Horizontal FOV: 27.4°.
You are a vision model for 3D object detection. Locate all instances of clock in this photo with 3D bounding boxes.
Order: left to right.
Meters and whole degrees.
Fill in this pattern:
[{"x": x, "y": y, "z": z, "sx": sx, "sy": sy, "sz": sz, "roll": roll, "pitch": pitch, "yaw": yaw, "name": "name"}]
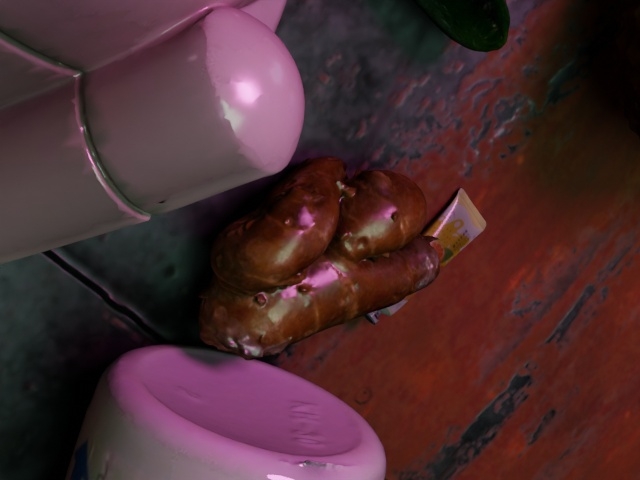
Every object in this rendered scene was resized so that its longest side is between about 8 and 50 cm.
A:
[{"x": -0.126, "y": -0.204, "z": 0.455, "sx": 0.184, "sy": 0.342, "sz": 0.326, "roll": -17, "pitch": 131, "yaw": 15, "name": "clock"}]

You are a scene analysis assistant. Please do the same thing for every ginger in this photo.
[{"x": 0.000, "y": 0.000, "z": 0.759, "sx": 0.162, "sy": 0.073, "sz": 0.103, "roll": -19, "pitch": 132, "yaw": -28, "name": "ginger"}]

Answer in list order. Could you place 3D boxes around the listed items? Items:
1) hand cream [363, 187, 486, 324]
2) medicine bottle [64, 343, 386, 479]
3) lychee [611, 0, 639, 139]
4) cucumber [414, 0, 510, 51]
[{"x": 0.064, "y": 0.012, "z": 0.829, "sx": 0.102, "sy": 0.022, "sz": 0.035, "roll": -43, "pitch": 117, "yaw": -12, "name": "hand cream"}, {"x": -0.084, "y": 0.219, "z": 0.742, "sx": 0.170, "sy": 0.170, "sz": 0.293, "roll": 13, "pitch": 104, "yaw": -33, "name": "medicine bottle"}, {"x": 0.265, "y": -0.126, "z": 0.796, "sx": 0.188, "sy": 0.188, "sz": 0.188, "roll": -11, "pitch": 115, "yaw": -25, "name": "lychee"}, {"x": 0.023, "y": -0.207, "z": 0.694, "sx": 0.056, "sy": 0.056, "sz": 0.284, "roll": -42, "pitch": 120, "yaw": -8, "name": "cucumber"}]
